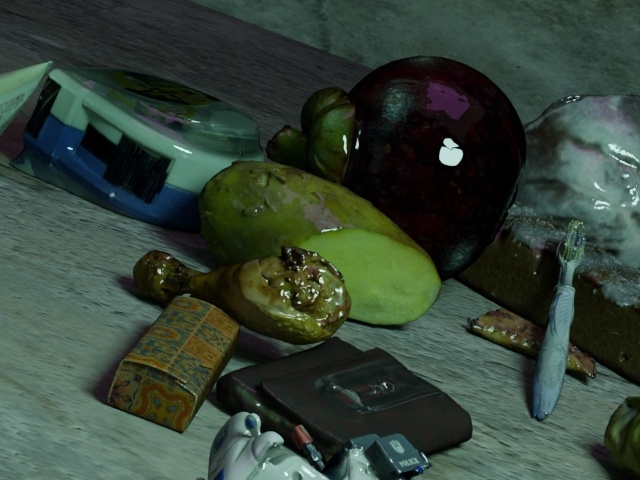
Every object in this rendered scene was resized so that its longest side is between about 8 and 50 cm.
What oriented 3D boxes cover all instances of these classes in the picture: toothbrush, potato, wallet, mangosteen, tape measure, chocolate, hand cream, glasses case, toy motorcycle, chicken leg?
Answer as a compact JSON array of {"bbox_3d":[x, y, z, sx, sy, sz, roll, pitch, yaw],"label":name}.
[{"bbox_3d":[0.280,0.091,1.932,0.035,0.042,0.413,10,32,8],"label":"toothbrush"},{"bbox_3d":[0.000,0.000,1.881,0.298,0.141,0.176,20,25,0],"label":"potato"},{"bbox_3d":[0.026,0.153,1.544,0.182,0.049,0.229,29,19,25],"label":"wallet"},{"bbox_3d":[0.108,-0.098,2.067,0.300,0.300,0.300,19,14,-5],"label":"mangosteen"},{"bbox_3d":[-0.206,-0.118,2.053,0.262,0.138,0.259,26,17,21],"label":"tape measure"},{"bbox_3d":[0.412,-0.043,2.406,0.303,0.303,0.213,12,42,-27],"label":"chocolate"},{"bbox_3d":[-0.406,-0.129,1.867,0.093,0.147,0.306,43,21,4],"label":"hand cream"},{"bbox_3d":[-0.128,0.107,1.501,0.075,0.049,0.218,20,15,3],"label":"glasses case"},{"bbox_3d":[-0.007,0.194,1.269,0.221,0.102,0.150,-4,49,-52],"label":"toy motorcycle"},{"bbox_3d":[-0.084,0.051,1.645,0.251,0.087,0.107,7,-35,35],"label":"chicken leg"}]

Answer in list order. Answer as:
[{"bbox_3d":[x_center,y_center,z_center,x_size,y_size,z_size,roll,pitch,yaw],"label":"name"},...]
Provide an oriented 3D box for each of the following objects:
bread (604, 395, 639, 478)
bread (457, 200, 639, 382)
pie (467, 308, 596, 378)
[{"bbox_3d":[0.361,0.195,1.585,0.098,0.087,0.269,1,-3,-11],"label":"bread"},{"bbox_3d":[0.337,0.063,2.155,0.416,0.113,0.165,32,21,36],"label":"bread"},{"bbox_3d":[0.260,0.121,1.994,0.170,0.034,0.092,22,18,12],"label":"pie"}]
